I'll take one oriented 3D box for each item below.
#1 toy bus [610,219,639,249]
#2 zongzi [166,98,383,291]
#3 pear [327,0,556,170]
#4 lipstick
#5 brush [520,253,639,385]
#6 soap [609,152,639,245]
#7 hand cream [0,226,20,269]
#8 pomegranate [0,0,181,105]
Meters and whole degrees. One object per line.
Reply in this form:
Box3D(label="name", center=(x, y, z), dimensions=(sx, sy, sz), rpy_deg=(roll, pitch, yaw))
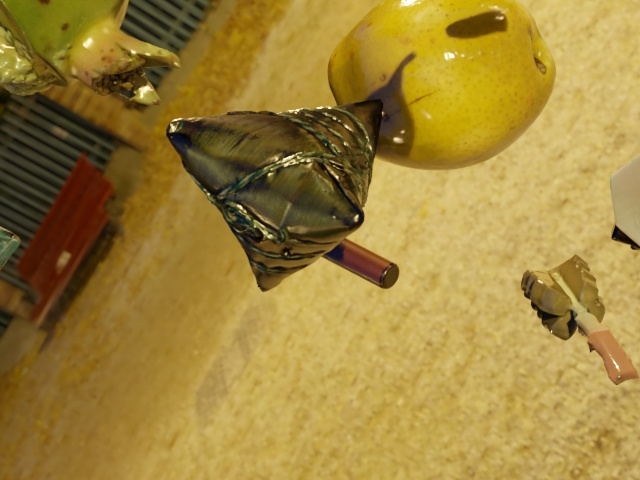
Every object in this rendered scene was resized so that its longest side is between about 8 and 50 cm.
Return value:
Box3D(label="toy bus", center=(0.529, -0.003, 1.754), dimensions=(0.072, 0.172, 0.057), rpy_deg=(-66, -6, -73))
Box3D(label="zongzi", center=(-0.010, -0.118, 1.735), dimensions=(0.362, 0.319, 0.383), rpy_deg=(-57, -15, -12))
Box3D(label="pear", center=(0.223, -0.300, 2.146), dimensions=(0.418, 0.362, 0.362), rpy_deg=(-12, 40, 24))
Box3D(label="lipstick", center=(0.000, 0.000, 2.177), dimensions=(0.357, 0.057, 0.057), rpy_deg=(28, 88, 35))
Box3D(label="brush", center=(0.286, 0.084, 1.258), dimensions=(0.084, 0.071, 0.301), rpy_deg=(-24, 17, 5))
Box3D(label="soap", center=(0.451, -0.064, 1.258), dimensions=(0.289, 0.095, 0.173), rpy_deg=(-43, 40, 51))
Box3D(label="hand cream", center=(-0.441, -0.035, 1.259), dimensions=(0.083, 0.224, 0.048), rpy_deg=(-45, 21, 37))
Box3D(label="pomegranate", center=(-0.311, -0.272, 1.295), dimensions=(0.260, 0.341, 0.260), rpy_deg=(-56, 0, 0))
